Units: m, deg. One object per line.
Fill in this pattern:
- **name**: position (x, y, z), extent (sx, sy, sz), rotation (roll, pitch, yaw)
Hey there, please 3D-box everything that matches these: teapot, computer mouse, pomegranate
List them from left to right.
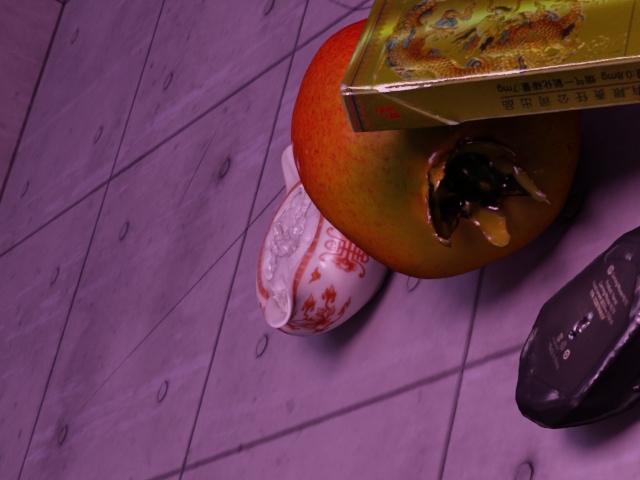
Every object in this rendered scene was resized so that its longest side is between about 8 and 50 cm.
- **teapot**: position (0.000, 0.000, 1.706), extent (0.245, 0.116, 0.159), rotation (-103, 30, -52)
- **pomegranate**: position (0.092, -0.071, 1.439), extent (0.221, 0.221, 0.257), rotation (-57, 20, 17)
- **computer mouse**: position (0.205, 0.059, 1.265), extent (0.192, 0.062, 0.106), rotation (-47, 27, 24)

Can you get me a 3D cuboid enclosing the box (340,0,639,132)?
- **box**: position (0.179, -0.153, 1.292), extent (0.311, 0.043, 0.173), rotation (-5, 38, 22)
